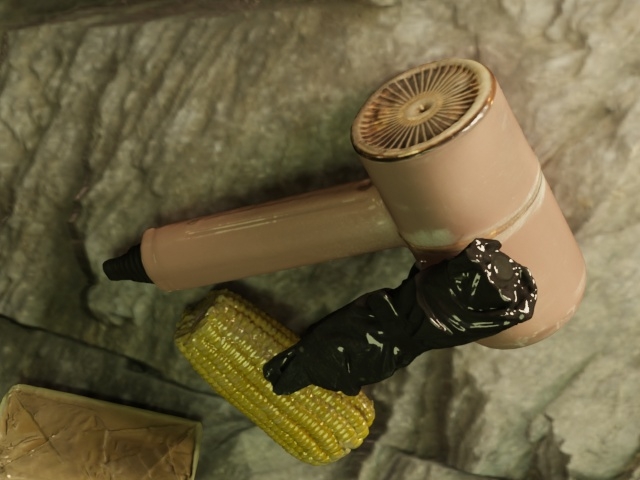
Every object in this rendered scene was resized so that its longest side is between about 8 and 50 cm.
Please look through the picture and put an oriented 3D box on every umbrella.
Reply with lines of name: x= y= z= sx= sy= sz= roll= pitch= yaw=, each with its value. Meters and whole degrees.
umbrella: x=0.045 y=0.062 z=1.261 sx=0.235 sy=0.059 sz=0.066 roll=-29 pitch=98 yaw=43

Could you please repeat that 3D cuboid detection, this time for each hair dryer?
hair dryer: x=0.000 y=0.000 z=1.325 sx=0.344 sy=0.107 sz=0.189 roll=-11 pitch=129 yaw=28

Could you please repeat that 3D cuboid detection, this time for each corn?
corn: x=-0.036 y=0.104 z=1.420 sx=0.165 sy=0.063 sz=0.085 roll=40 pitch=147 yaw=-20

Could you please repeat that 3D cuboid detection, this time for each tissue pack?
tissue pack: x=-0.194 y=0.243 z=1.513 sx=0.159 sy=0.125 sz=0.234 roll=12 pitch=128 yaw=-3
